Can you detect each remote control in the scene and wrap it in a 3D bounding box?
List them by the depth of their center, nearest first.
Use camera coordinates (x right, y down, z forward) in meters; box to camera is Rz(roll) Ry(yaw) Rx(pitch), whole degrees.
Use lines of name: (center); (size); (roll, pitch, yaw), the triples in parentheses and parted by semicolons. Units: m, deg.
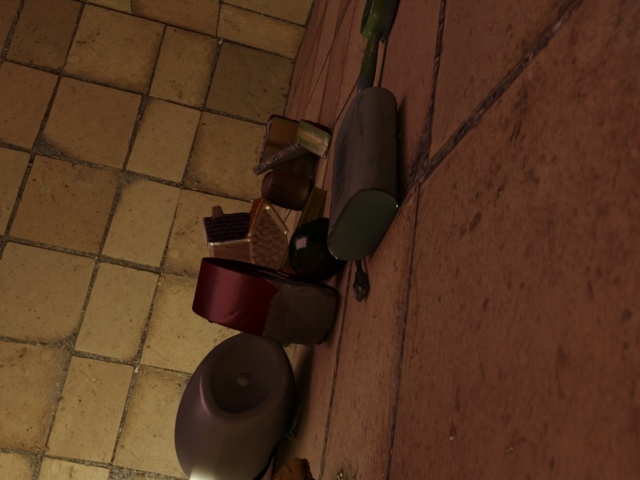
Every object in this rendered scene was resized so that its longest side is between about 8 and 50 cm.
remote control: (-0.090, -0.247, 1.900); (0.044, 0.229, 0.073); (61, 177, -25)

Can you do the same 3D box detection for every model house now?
model house: (-0.214, -0.001, 1.889); (0.202, 0.237, 0.237); (-158, 61, -81)

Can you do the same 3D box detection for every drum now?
drum: (0.109, -0.397, 1.257); (0.130, 0.049, 0.253); (118, 163, -59)

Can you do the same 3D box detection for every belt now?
belt: (-0.110, 0.114, 1.247); (0.324, 0.227, 0.115); (13, 93, 48)

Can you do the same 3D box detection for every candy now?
candy: (-0.050, 0.353, 1.286); (0.025, 0.023, 0.083); (59, -131, -81)

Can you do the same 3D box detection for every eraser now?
eraser: (0.066, -0.105, 1.018); (0.174, 0.081, 0.226); (119, 163, -48)

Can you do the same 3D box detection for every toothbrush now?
toothbrush: (0.055, 0.005, 1.111); (0.321, 0.023, 0.031); (-94, 22, -61)

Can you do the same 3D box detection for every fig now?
fig: (0.000, 0.000, 1.242); (0.177, 0.117, 0.117); (-71, 0, -56)

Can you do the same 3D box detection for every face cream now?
face cream: (-0.179, 0.365, 1.361); (0.357, 0.220, 0.312); (108, -174, -48)

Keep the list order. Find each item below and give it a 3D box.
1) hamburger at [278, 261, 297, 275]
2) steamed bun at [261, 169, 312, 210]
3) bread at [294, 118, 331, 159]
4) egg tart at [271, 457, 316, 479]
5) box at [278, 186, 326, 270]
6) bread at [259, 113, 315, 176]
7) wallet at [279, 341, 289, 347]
hamburger: (-0.062, 0.119, 1.400); (0.176, 0.087, 0.102); (-56, 36, 8)
steamed bun: (-0.104, -0.143, 1.919); (0.175, 0.145, 0.106); (151, 130, -84)
bread: (-0.021, -0.278, 1.788); (0.139, 0.084, 0.074); (-102, 28, -68)
egg tart: (-0.034, 0.404, 0.840); (0.241, 0.106, 0.240); (-165, 90, -79)
box: (-0.061, 0.016, 1.608); (0.153, 0.041, 0.278); (121, 170, -63)
bread: (-0.096, -0.302, 2.057); (0.264, 0.168, 0.163); (-105, 28, -78)
wallet: (-0.065, 0.172, 1.562); (0.250, 0.044, 0.149); (129, 149, -70)
